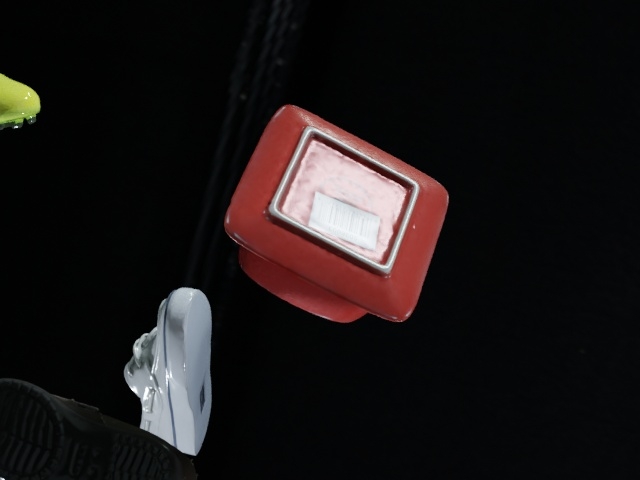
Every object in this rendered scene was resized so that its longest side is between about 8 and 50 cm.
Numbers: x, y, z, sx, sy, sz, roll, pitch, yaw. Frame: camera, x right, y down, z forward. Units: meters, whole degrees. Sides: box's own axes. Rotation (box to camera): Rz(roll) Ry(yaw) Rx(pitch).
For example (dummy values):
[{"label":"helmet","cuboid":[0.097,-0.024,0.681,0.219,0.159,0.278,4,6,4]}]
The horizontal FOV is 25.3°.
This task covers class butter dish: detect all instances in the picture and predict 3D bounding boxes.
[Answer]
[{"label":"butter dish","cuboid":[0.000,0.000,1.126,0.118,0.160,0.160,-56,-171,47]}]

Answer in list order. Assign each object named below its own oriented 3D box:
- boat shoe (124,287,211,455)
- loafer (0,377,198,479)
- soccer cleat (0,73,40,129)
[{"label":"boat shoe","cuboid":[-0.164,0.140,1.493,0.084,0.258,0.095,12,-133,6]},{"label":"loafer","cuboid":[-0.193,0.175,1.153,0.220,0.078,0.080,18,-96,29]},{"label":"soccer cleat","cuboid":[-0.440,-0.193,1.733,0.289,0.093,0.121,13,-70,47]}]
